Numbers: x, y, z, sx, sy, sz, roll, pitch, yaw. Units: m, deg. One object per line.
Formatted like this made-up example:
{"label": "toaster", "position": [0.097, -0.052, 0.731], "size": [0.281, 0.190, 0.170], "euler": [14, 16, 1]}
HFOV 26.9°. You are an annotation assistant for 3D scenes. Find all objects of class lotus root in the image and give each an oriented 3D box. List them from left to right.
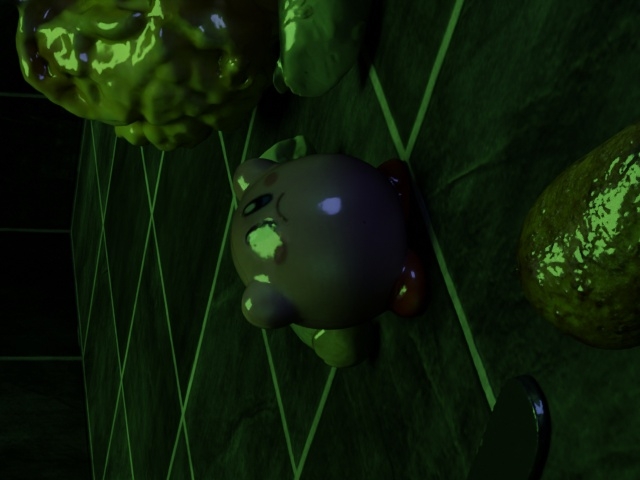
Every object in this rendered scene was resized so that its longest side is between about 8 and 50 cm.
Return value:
{"label": "lotus root", "position": [0.183, -0.017, 0.771], "size": [0.108, 0.094, 0.190], "euler": [44, 136, 20]}

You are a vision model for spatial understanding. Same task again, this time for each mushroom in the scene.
{"label": "mushroom", "position": [-0.011, 0.025, 1.411], "size": [0.118, 0.103, 0.270], "euler": [106, 148, -56]}
{"label": "mushroom", "position": [0.005, -0.324, 1.372], "size": [0.109, 0.097, 0.351], "euler": [169, 104, -72]}

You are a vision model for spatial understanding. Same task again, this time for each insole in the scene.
{"label": "insole", "position": [0.126, 0.231, 1.068], "size": [0.110, 0.012, 0.309], "euler": [-110, 27, -52]}

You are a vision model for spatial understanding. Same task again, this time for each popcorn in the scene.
{"label": "popcorn", "position": [-0.213, -0.292, 1.674], "size": [0.349, 0.382, 0.349], "euler": [-22, 63, 53]}

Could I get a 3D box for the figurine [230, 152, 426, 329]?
{"label": "figurine", "position": [0.000, 0.000, 1.234], "size": [0.173, 0.173, 0.173], "euler": [-179, 90, -73]}
